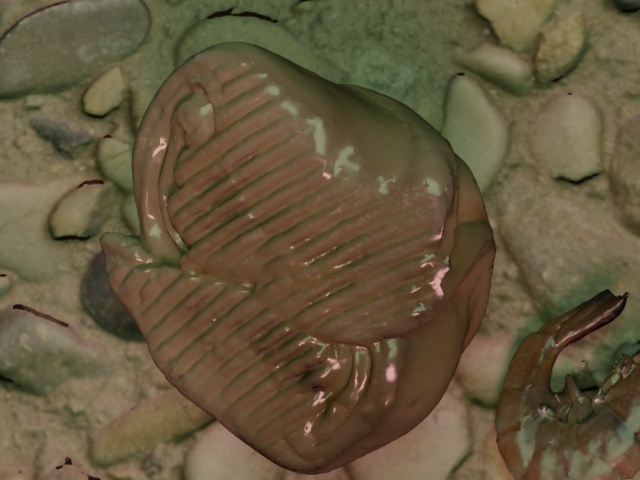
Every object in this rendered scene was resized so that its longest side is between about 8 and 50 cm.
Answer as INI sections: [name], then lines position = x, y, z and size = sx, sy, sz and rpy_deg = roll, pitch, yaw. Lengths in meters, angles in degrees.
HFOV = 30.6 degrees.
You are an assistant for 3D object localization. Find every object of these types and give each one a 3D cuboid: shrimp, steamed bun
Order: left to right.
[steamed bun]
position = -0.004, 0.009, 1.004
size = 0.324, 0.219, 0.309
rpy_deg = 32, 113, 20
[shrimp]
position = 0.250, 0.114, 1.033
size = 0.145, 0.059, 0.254
rpy_deg = 29, 79, 25
